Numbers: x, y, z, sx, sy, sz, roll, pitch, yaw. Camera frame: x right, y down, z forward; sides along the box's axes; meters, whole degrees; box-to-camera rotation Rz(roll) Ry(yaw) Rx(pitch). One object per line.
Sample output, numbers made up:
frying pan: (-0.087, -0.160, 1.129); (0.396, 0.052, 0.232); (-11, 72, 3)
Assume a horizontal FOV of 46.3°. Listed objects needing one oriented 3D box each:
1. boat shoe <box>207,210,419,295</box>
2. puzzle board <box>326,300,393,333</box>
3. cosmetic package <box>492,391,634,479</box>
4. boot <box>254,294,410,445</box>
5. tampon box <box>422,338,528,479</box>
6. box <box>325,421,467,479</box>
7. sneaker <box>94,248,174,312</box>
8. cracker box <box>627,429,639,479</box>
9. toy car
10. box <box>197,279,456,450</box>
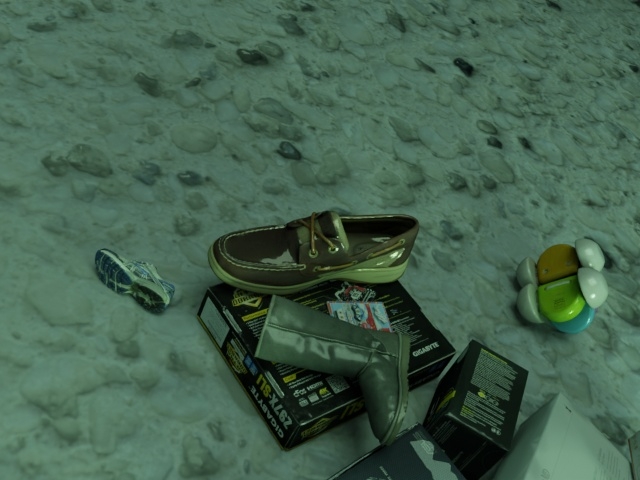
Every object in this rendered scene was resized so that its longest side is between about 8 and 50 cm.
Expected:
boat shoe: (0.000, 0.000, 1.149); (0.342, 0.123, 0.123); (1, 47, -25)
puzzle board: (0.068, 0.142, 1.122); (0.097, 0.011, 0.128); (3, 46, -23)
cosmetic package: (0.354, 0.378, 0.951); (0.284, 0.097, 0.377); (48, 23, 12)
boot: (0.014, 0.172, 1.021); (0.209, 0.076, 0.189); (19, 42, -10)
tampon box: (0.224, 0.254, 1.113); (0.102, 0.120, 0.161); (30, 42, 4)
box: (0.124, 0.374, 0.954); (0.184, 0.059, 0.232); (-25, 57, -24)
sneaker: (-0.280, 0.055, 1.136); (0.135, 0.052, 0.058); (37, 33, 2)
cracker box: (0.514, 0.362, 1.032); (0.156, 0.067, 0.232); (43, 22, 4)
toy car: (0.459, 0.096, 1.391); (0.136, 0.159, 0.182); (51, 33, -27)
box: (0.014, 0.145, 1.158); (0.322, 0.079, 0.257); (-17, 55, -37)
